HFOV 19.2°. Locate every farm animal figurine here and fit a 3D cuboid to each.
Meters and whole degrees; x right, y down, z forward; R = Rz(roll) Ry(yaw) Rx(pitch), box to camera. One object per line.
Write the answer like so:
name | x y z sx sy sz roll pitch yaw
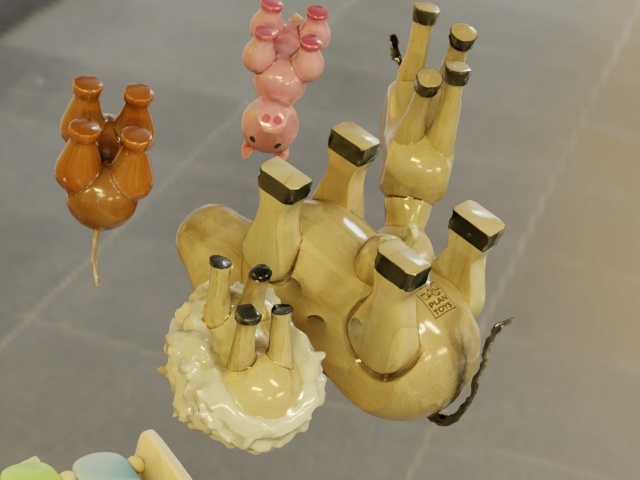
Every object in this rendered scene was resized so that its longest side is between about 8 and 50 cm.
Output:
farm animal figurine | 0.000 0.000 1.204 0.330 0.172 0.327 -13 44 -29

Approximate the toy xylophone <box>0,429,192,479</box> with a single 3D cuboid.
toy xylophone | -0.252 0.203 1.298 0.322 0.081 0.236 -13 24 -29
